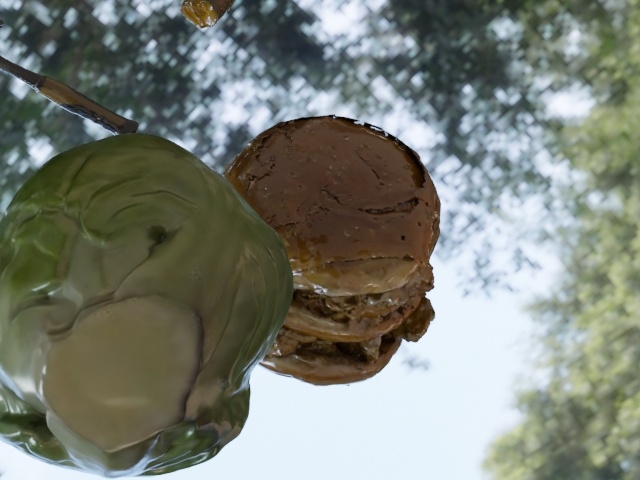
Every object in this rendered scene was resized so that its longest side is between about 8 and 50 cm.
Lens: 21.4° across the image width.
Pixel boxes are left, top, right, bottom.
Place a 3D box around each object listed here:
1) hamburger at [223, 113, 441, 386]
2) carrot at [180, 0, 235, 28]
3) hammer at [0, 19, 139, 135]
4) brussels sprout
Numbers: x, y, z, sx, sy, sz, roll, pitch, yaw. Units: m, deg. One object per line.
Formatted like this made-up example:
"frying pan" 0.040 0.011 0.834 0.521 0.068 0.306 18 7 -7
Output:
"hamburger" -0.009 0.005 1.708 0.245 0.211 0.260 6 -138 -17
"carrot" -0.055 -0.207 1.225 0.042 0.042 0.171 39 -134 -10
"hammer" -0.277 -0.159 1.731 0.201 0.021 0.078 27 -118 -12
"brussels sprout" -0.126 0.049 1.100 0.244 0.244 0.244 21 -131 -26
